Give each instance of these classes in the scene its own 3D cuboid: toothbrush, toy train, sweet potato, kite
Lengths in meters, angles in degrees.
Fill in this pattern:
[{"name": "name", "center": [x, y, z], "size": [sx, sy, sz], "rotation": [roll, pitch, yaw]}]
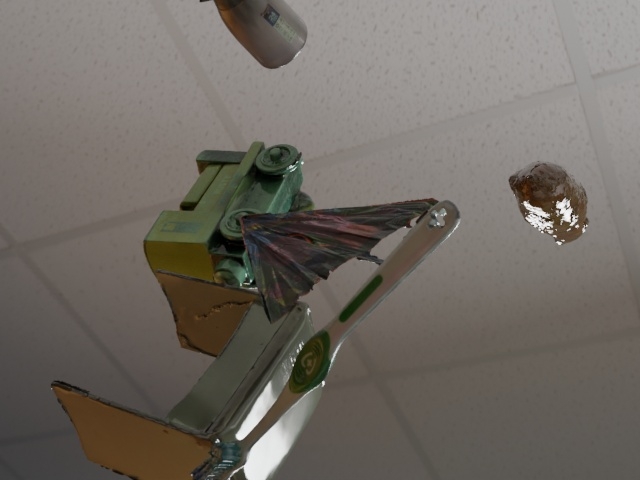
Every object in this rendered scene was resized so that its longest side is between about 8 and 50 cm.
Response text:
[{"name": "toothbrush", "center": [0.001, 0.118, 0.845], "size": [0.040, 0.042, 0.418], "rotation": [20, -62, -47]}, {"name": "toy train", "center": [-0.173, -0.056, 1.657], "size": [0.253, 0.397, 0.160], "rotation": [3, -48, 20]}, {"name": "sweet potato", "center": [0.212, -0.034, 0.756], "size": [0.060, 0.068, 0.206], "rotation": [-40, -31, 8]}, {"name": "kite", "center": [0.000, 0.000, 0.914], "size": [0.233, 0.321, 0.016], "rotation": [15, -59, 35]}]

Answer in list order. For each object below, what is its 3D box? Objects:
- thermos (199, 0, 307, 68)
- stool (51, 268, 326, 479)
[{"name": "thermos", "center": [-0.105, -0.390, 1.352], "size": [0.137, 0.105, 0.193], "rotation": [-46, -42, 6]}, {"name": "stool", "center": [-0.165, 0.197, 1.126], "size": [0.269, 0.244, 0.170], "rotation": [12, -47, 25]}]
